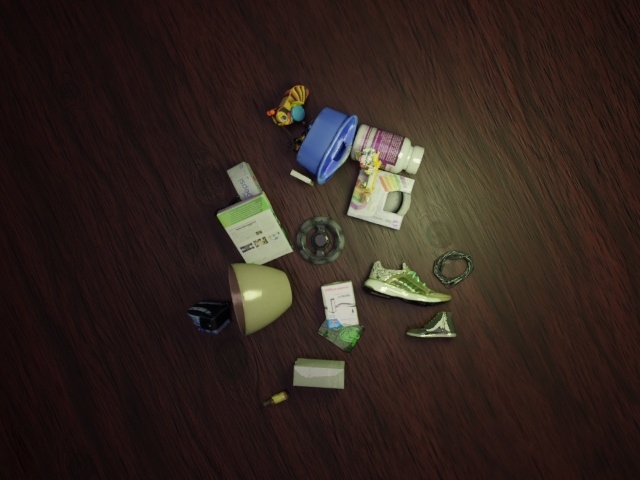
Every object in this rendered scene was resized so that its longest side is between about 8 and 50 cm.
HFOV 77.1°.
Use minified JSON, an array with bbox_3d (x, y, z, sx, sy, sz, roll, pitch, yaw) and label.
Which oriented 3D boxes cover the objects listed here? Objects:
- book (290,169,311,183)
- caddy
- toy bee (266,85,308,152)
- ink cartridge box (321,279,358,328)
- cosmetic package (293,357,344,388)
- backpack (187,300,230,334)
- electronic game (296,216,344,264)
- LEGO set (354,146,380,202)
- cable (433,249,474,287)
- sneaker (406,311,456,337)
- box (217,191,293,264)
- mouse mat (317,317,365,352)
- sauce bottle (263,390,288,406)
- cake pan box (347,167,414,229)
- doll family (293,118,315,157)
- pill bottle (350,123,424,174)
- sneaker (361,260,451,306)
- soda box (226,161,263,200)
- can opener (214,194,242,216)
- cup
[{"bbox_3d":[-0.080,-0.287,1.856,0.096,0.144,0.035,28,94,4],"label":"book"},{"bbox_3d":[0.047,-0.417,1.791,0.179,0.241,0.341,31,96,13],"label":"caddy"},{"bbox_3d":[-0.153,-0.585,1.823,0.195,0.162,0.297,-22,59,43],"label":"toy bee"},{"bbox_3d":[0.091,0.299,1.887,0.148,0.086,0.202,-11,89,5],"label":"ink cartridge box"},{"bbox_3d":[-0.005,0.625,1.893,0.238,0.127,0.107,-1,91,7],"label":"cosmetic package"},{"bbox_3d":[-0.541,0.362,1.924,0.174,0.158,0.116,5,111,18],"label":"backpack"},{"bbox_3d":[0.000,0.000,1.907,0.230,0.048,0.229,0,94,6],"label":"electronic game"},{"bbox_3d":[0.188,-0.299,1.750,0.107,0.286,0.132,20,57,17],"label":"LEGO set"},{"bbox_3d":[0.619,0.120,1.860,0.185,0.047,0.150,-37,83,8],"label":"cable"},{"bbox_3d":[0.511,0.393,1.869,0.222,0.083,0.118,-4,73,12],"label":"sneaker"},{"bbox_3d":[-0.296,-0.042,1.860,0.233,0.058,0.321,-22,120,6],"label":"box"},{"bbox_3d":[0.098,0.434,1.936,0.190,0.007,0.152,32,95,3],"label":"mouse mat"},{"bbox_3d":[-0.219,0.775,1.960,0.128,0.042,0.042,-25,90,4],"label":"sauce bottle"},{"bbox_3d":[0.282,-0.196,1.865,0.267,0.070,0.245,18,96,5],"label":"cake pan box"},{"bbox_3d":[-0.066,-0.479,1.888,0.112,0.076,0.192,31,90,8],"label":"doll family"},{"bbox_3d":[0.300,-0.400,1.804,0.302,0.169,0.169,19,94,5],"label":"pill bottle"},{"bbox_3d":[0.405,0.190,1.840,0.411,0.158,0.181,13,76,0],"label":"sneaker"},{"bbox_3d":[-0.330,-0.223,1.909,0.098,0.091,0.286,-27,90,8],"label":"soda box"},{"bbox_3d":[-0.429,-0.151,1.907,0.186,0.073,0.059,-30,87,36],"label":"can opener"},{"bbox_3d":[-0.268,0.245,1.835,0.237,0.331,0.330,-11,91,-20],"label":"cup"}]
